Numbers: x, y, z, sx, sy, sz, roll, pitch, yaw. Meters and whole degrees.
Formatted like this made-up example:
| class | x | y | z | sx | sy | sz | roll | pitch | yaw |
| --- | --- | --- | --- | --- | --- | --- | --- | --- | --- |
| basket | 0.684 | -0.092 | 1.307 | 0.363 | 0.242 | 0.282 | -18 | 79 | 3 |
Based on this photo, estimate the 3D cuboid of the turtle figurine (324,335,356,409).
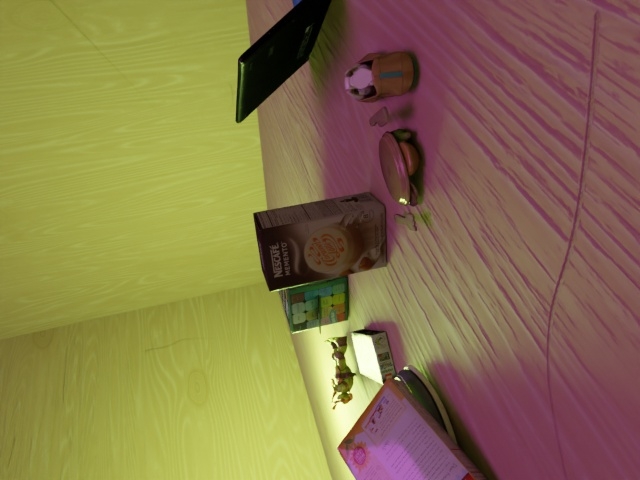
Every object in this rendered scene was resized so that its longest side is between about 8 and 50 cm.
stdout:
| class | x | y | z | sx | sy | sz | roll | pitch | yaw |
| --- | --- | --- | --- | --- | --- | --- | --- | --- | --- |
| turtle figurine | 0.066 | 0.407 | 1.469 | 0.269 | 0.087 | 0.217 | 86 | 177 | -74 |

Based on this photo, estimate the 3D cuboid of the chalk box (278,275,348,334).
| class | x | y | z | sx | sy | sz | roll | pitch | yaw |
| --- | --- | --- | --- | --- | --- | --- | --- | --- | --- |
| chalk box | -0.024 | 0.142 | 1.413 | 0.289 | 0.179 | 0.180 | -117 | 19 | -49 |

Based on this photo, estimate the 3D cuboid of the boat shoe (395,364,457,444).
| class | x | y | z | sx | sy | sz | roll | pitch | yaw |
| --- | --- | --- | --- | --- | --- | --- | --- | --- | --- |
| boat shoe | 0.181 | 0.374 | 0.828 | 0.116 | 0.099 | 0.319 | 93 | 163 | -57 |

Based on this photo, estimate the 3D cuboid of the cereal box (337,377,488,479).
| class | x | y | z | sx | sy | sz | roll | pitch | yaw |
| --- | --- | --- | --- | --- | --- | --- | --- | --- | --- |
| cereal box | 0.144 | 0.373 | 0.783 | 0.173 | 0.047 | 0.240 | -56 | 42 | 10 |

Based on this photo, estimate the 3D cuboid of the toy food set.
| class | x | y | z | sx | sy | sz | roll | pitch | yaw |
| --- | --- | --- | --- | --- | --- | --- | --- | --- | --- |
| toy food set | 0.129 | -0.116 | 0.769 | 0.132 | 0.039 | 0.192 | -128 | 23 | -81 |

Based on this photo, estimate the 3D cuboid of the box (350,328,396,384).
| class | x | y | z | sx | sy | sz | roll | pitch | yaw |
| --- | --- | --- | --- | --- | --- | --- | --- | --- | --- |
| box | 0.126 | 0.277 | 1.164 | 0.207 | 0.036 | 0.114 | 136 | 121 | -77 |

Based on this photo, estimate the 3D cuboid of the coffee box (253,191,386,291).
| class | x | y | z | sx | sy | sz | roll | pitch | yaw |
| --- | --- | --- | --- | --- | --- | --- | --- | --- | --- |
| coffee box | 0.000 | 0.000 | 0.962 | 0.098 | 0.247 | 0.141 | -122 | 23 | -61 |

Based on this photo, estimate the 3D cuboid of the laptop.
| class | x | y | z | sx | sy | sz | roll | pitch | yaw |
| --- | --- | --- | --- | --- | --- | --- | --- | --- | --- |
| laptop | -0.115 | -0.526 | 1.058 | 0.236 | 0.408 | 0.382 | 45 | 170 | -5 |

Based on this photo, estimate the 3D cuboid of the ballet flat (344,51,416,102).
| class | x | y | z | sx | sy | sz | roll | pitch | yaw |
| --- | --- | --- | --- | --- | --- | --- | --- | --- | --- |
| ballet flat | 0.075 | -0.262 | 0.767 | 0.232 | 0.073 | 0.080 | -141 | 41 | -73 |
